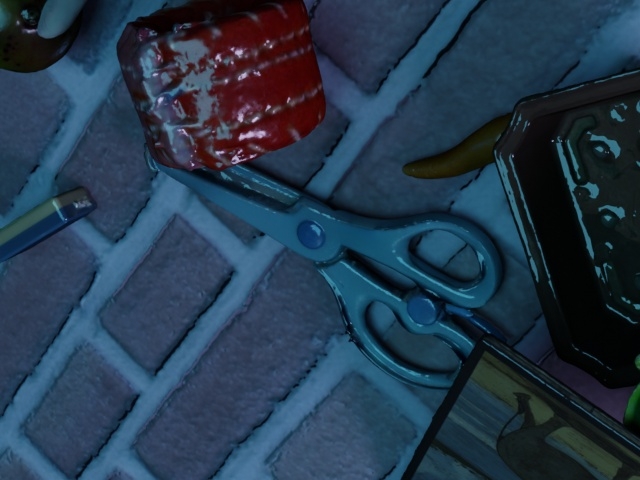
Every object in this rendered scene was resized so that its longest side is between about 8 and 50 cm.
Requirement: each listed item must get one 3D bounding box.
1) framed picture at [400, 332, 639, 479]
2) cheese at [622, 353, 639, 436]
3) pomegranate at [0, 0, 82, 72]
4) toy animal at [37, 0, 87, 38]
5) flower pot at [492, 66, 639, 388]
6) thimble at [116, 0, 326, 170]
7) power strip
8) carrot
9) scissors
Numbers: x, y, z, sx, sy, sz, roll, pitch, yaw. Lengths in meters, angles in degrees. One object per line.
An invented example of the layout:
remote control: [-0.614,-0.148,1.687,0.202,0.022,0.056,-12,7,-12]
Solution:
framed picture: [0.203,0.230,1.095,0.265,0.016,0.347,35,151,11]
cheese: [0.359,0.156,0.985,0.204,0.083,0.320,-31,126,31]
pomegranate: [-0.285,-0.223,1.217,0.130,0.130,0.130,10,113,24]
toy animal: [-0.240,-0.257,1.093,0.138,0.282,0.140,-29,91,48]
flower pot: [0.256,-0.016,1.027,0.179,0.084,0.250,-13,101,32]
thimble: [-0.082,-0.143,1.098,0.163,0.189,0.125,-12,108,6]
power strip: [-0.291,-0.017,1.331,0.123,0.056,0.032,-26,95,32]
carrot: [0.129,-0.076,1.102,0.142,0.035,0.035,-23,97,37]
scissors: [0.000,0.000,1.197,0.393,0.032,0.180,29,120,14]
